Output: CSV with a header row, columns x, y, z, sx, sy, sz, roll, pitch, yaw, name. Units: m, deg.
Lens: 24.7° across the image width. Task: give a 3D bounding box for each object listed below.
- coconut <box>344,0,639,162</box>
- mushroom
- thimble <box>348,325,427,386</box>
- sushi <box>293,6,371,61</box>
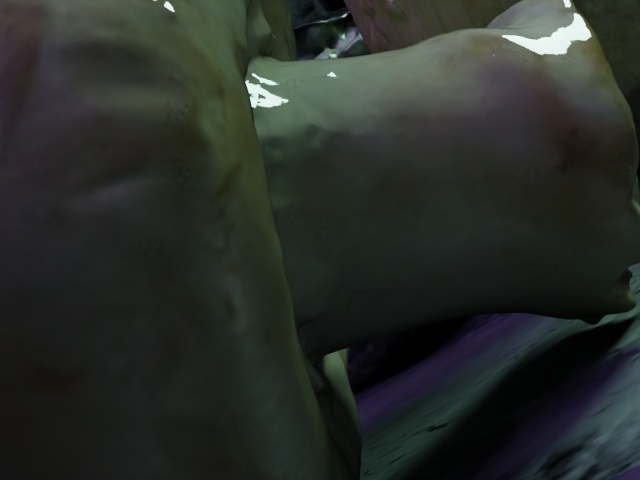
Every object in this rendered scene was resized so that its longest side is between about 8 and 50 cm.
x,y,z,sx,sy,sz,roll,pitch,yaw,name
0.150,-0.179,0.832,0.297,0.254,0.297,-39,4,3,coconut
-0.032,-0.013,0.534,0.290,0.297,0.297,-12,6,5,mushroom
0.001,0.002,0.793,0.098,0.150,0.150,-43,7,-39,thimble
0.055,-0.105,1.239,0.350,0.211,0.171,-31,0,10,sushi
